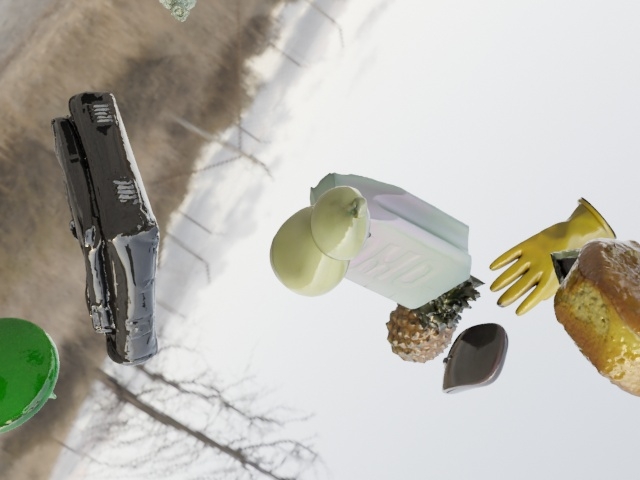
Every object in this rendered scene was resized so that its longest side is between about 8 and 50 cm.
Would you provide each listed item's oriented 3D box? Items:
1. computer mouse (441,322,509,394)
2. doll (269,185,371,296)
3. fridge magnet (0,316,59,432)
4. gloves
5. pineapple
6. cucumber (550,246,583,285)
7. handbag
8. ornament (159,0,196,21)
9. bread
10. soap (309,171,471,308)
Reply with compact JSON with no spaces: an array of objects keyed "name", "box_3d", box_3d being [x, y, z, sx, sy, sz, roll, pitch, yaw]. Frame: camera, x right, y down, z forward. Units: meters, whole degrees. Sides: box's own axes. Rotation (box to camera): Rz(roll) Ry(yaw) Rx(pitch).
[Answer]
[{"name":"computer mouse","box_3d":[0.269,0.215,1.588,0.232,0.057,0.120,135,-24,-70]},{"name":"doll","box_3d":[0.012,0.001,1.310,0.296,0.117,0.141,146,-52,-59]},{"name":"fridge magnet","box_3d":[-0.528,0.222,1.433,0.088,0.208,0.208,84,29,-55]},{"name":"gloves","box_3d":[0.498,0.042,1.944,0.294,0.133,0.116,-40,161,5]},{"name":"pineapple","box_3d":[0.265,0.161,2.010,0.169,0.169,0.340,-62,-179,-31]},{"name":"cucumber","box_3d":[0.505,0.122,1.675,0.074,0.074,0.241,-40,-126,51]},{"name":"handbag","box_3d":[-0.256,-0.014,1.049,0.244,0.088,0.275,98,-28,-44]},{"name":"ornament","box_3d":[-0.273,-0.450,1.674,0.092,0.068,0.041,-77,178,-64]},{"name":"bread","box_3d":[0.473,0.112,1.303,0.146,0.268,0.268,-60,-173,32]},{"name":"soap","box_3d":[0.122,-0.003,1.726,0.208,0.347,0.115,-36,-138,37]}]
